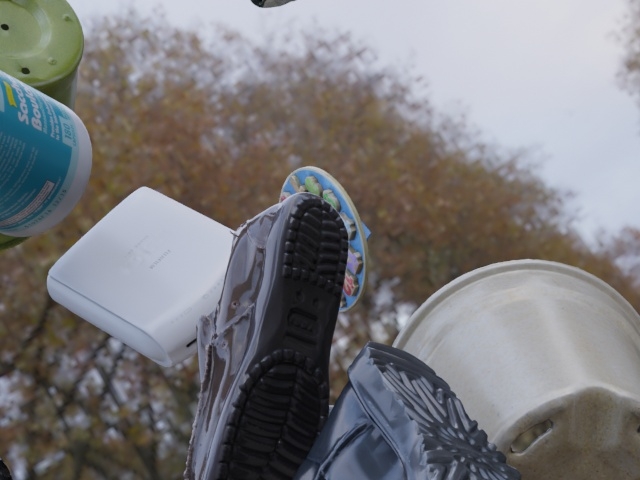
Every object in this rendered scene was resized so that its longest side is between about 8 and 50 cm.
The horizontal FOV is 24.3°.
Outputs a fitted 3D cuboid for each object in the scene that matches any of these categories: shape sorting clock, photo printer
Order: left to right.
[{"bbox_3d":[-0.256,0.061,2.404,0.256,0.307,0.107,-44,-39,-25],"label":"photo printer"},{"bbox_3d":[0.000,0.000,2.033,0.040,0.206,0.206,-21,-19,-34],"label":"shape sorting clock"}]

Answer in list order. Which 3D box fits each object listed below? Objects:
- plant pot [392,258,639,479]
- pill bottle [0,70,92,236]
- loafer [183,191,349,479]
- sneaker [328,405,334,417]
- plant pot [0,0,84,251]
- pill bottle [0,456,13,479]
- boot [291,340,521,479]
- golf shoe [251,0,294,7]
[{"bbox_3d":[0.245,0.218,1.579,0.334,0.334,0.305,-33,13,3],"label":"plant pot"},{"bbox_3d":[-0.345,-0.102,1.401,0.146,0.146,0.264,-36,-27,14],"label":"pill bottle"},{"bbox_3d":[-0.066,0.130,1.564,0.130,0.366,0.134,-9,-33,46],"label":"loafer"},{"bbox_3d":[0.046,0.287,2.133,0.101,0.106,0.267,35,-49,-24],"label":"sneaker"},{"bbox_3d":[-0.523,-0.224,2.255,0.366,0.366,0.353,-19,-22,-38],"label":"plant pot"},{"bbox_3d":[-0.259,0.145,0.835,0.123,0.123,0.219,-34,-19,4],"label":"pill bottle"},{"bbox_3d":[0.013,0.363,1.309,0.146,0.367,0.445,27,-74,-25],"label":"boot"},{"bbox_3d":[-0.041,-0.286,1.295,0.086,0.069,0.176,-41,-49,-41],"label":"golf shoe"}]
